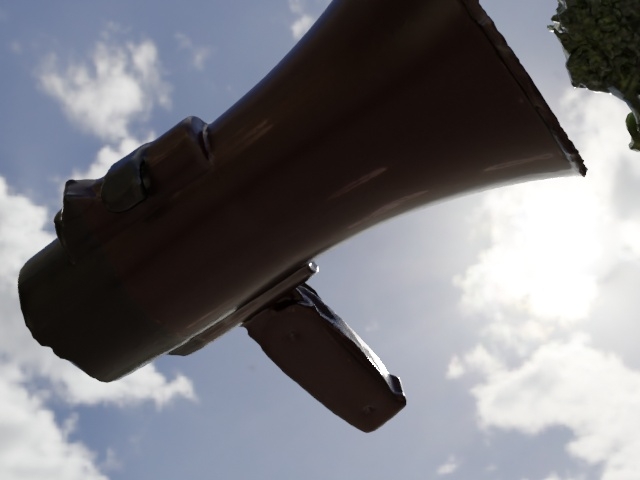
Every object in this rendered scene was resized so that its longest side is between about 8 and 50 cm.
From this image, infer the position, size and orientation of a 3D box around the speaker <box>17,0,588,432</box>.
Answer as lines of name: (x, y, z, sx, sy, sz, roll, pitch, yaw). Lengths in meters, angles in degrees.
speaker: (0.000, -0.022, 0.680, 0.329, 0.198, 0.259, -37, -33, 19)

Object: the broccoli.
broccoli: (0.352, -0.262, 1.104, 0.249, 0.375, 0.302, -29, -10, 17)
